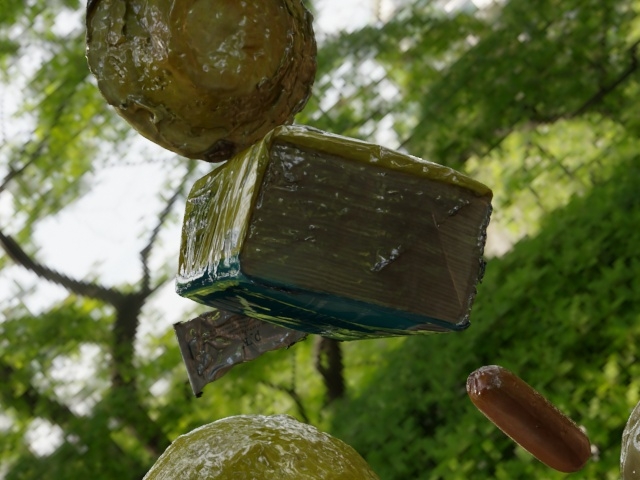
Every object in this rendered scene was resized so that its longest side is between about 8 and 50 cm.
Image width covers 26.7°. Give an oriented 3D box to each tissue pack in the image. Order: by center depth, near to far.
[{"bbox_3d":[0.000,0.000,1.089,0.271,0.192,0.134,163,122,-72],"label":"tissue pack"}]

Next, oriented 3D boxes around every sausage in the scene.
[{"bbox_3d":[0.281,0.240,1.825,0.076,0.197,0.076,-48,7,8],"label":"sausage"}]

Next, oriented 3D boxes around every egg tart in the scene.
[{"bbox_3d":[-0.124,-0.232,1.544,0.295,0.295,0.116,-40,14,-23],"label":"egg tart"}]

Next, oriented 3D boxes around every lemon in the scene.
[{"bbox_3d":[-0.083,0.381,1.638,0.350,0.350,0.387,-43,-27,29],"label":"lemon"}]

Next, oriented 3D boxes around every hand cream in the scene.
[{"bbox_3d":[-0.041,0.086,1.447,0.257,0.084,0.050,-19,17,-29],"label":"hand cream"}]

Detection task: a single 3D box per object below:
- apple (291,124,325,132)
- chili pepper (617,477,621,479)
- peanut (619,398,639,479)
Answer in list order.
[{"bbox_3d":[-0.038,-0.075,1.822,0.195,0.160,0.173,-23,16,-24],"label":"apple"},{"bbox_3d":[0.495,0.364,2.145,0.034,0.030,0.091,108,-174,-85],"label":"chili pepper"},{"bbox_3d":[0.448,0.144,1.328,0.387,0.192,0.169,-56,-3,13],"label":"peanut"}]
